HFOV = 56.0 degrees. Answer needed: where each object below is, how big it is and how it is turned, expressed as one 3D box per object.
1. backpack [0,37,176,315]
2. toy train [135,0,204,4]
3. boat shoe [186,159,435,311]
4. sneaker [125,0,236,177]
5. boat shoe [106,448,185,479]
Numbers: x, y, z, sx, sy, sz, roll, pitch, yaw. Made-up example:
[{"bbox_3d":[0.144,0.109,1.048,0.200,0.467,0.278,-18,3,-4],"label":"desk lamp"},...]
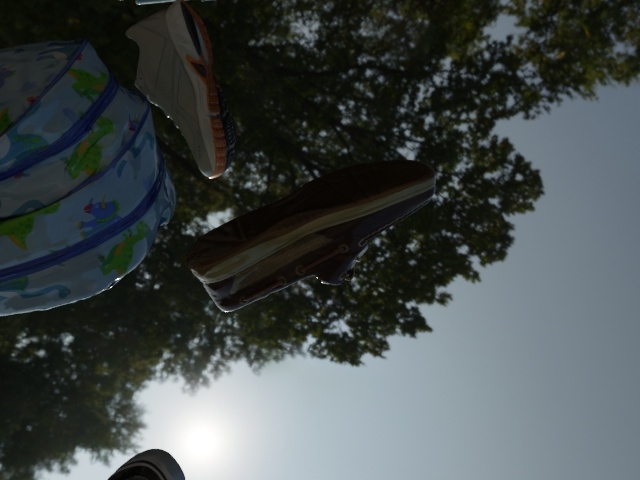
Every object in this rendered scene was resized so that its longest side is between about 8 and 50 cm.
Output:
[{"bbox_3d":[-0.321,-0.053,0.569,0.290,0.355,0.273,-76,175,-52],"label":"backpack"},{"bbox_3d":[-0.345,-0.631,1.418,0.334,0.142,0.190,-9,-143,-12],"label":"toy train"},{"bbox_3d":[0.000,0.000,0.806,0.342,0.123,0.123,-24,-151,-2],"label":"boat shoe"},{"bbox_3d":[-0.213,-0.217,0.912,0.121,0.099,0.262,-14,-88,13],"label":"sneaker"},{"bbox_3d":[-0.298,0.390,0.789,0.306,0.105,0.113,-40,-102,21],"label":"boat shoe"}]
